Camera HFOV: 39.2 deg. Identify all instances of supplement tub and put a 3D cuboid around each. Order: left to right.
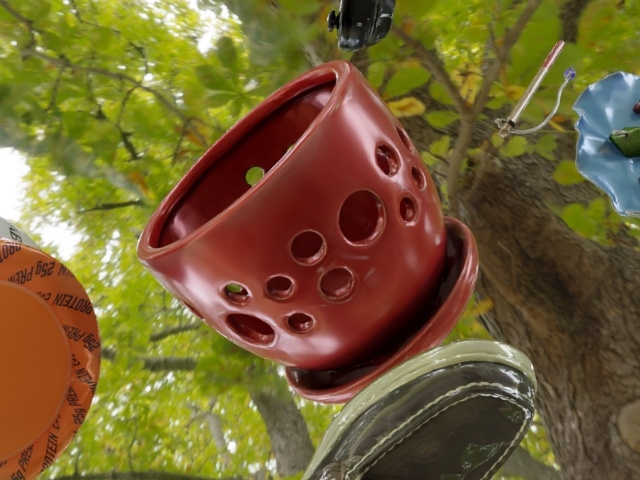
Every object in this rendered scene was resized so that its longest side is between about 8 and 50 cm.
[{"bbox_3d":[-0.326,0.066,0.654,0.338,0.207,0.207,6,-77,39],"label":"supplement tub"}]

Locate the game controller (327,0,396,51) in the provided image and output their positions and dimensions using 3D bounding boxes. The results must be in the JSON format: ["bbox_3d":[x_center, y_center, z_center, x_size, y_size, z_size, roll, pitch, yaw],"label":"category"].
[{"bbox_3d":[0.049,-0.344,0.851,0.067,0.166,0.319,4,-68,-6],"label":"game controller"}]

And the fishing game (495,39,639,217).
[{"bbox_3d":[0.270,-0.070,0.652,0.264,0.189,0.041,27,-39,15],"label":"fishing game"}]

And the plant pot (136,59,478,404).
[{"bbox_3d":[0.000,0.000,0.619,0.191,0.191,0.174,-41,-68,7],"label":"plant pot"}]

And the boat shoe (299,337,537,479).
[{"bbox_3d":[0.020,0.136,0.410,0.080,0.073,0.223,30,-61,-26],"label":"boat shoe"}]
